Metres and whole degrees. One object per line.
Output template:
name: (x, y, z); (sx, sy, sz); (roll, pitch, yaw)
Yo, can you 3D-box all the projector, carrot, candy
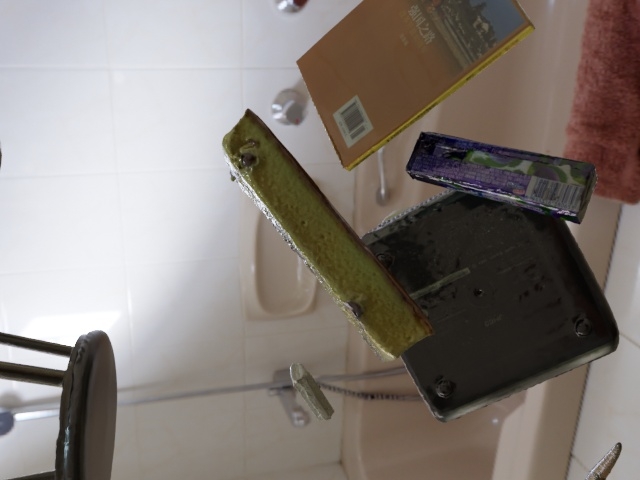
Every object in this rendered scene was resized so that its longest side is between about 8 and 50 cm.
projector: (0.316, 0.091, 1.324); (0.405, 0.395, 0.242); (64, -168, 4)
carrot: (0.597, 0.498, 1.417); (0.049, 0.049, 0.254); (-110, 15, -45)
candy: (0.294, -0.111, 1.103); (0.312, 0.061, 0.088); (20, 83, 34)

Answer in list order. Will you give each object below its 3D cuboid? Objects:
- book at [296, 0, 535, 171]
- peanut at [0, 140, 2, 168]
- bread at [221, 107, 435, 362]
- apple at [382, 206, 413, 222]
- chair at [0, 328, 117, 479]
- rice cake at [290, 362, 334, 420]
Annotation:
book: (0.135, -0.323, 1.111); (0.374, 0.028, 0.262); (-35, 60, 26)
peanut: (-0.597, -0.092, 1.074); (0.147, 0.147, 0.319); (-126, 47, -63)
bread: (0.001, 0.000, 0.871); (0.361, 0.077, 0.138); (51, 173, 7)
apple: (0.233, 0.007, 1.618); (0.200, 0.200, 0.200); (176, 90, -75)
chair: (-0.532, 0.290, 0.996); (0.362, 0.410, 0.365); (165, 106, -82)
rice cake: (-0.021, 0.399, 1.741); (0.057, 0.052, 0.256); (62, 178, 43)
